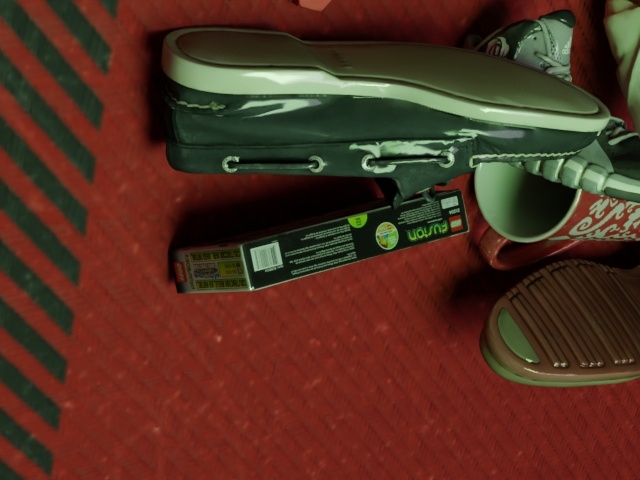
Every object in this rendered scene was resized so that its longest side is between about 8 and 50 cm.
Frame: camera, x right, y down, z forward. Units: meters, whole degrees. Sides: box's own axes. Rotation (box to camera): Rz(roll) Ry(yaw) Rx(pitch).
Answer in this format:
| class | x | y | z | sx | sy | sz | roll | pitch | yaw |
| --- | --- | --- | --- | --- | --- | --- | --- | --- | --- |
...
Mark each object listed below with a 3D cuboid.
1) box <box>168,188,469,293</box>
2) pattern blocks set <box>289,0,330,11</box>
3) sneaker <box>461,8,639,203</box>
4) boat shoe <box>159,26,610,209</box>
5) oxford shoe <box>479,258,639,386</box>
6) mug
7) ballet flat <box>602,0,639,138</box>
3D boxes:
| class | x | y | z | sx | sy | sz | roll | pitch | yaw |
| --- | --- | --- | --- | --- | --- | --- | --- | --- | --- |
| box | 0.000 | 0.000 | 1.241 | 0.207 | 0.114 | 0.036 | -15 | 95 | -33 |
| pattern blocks set | 0.011 | -0.345 | 1.107 | 0.285 | 0.026 | 0.325 | -45 | 135 | -9 |
| sneaker | 0.200 | -0.113 | 1.272 | 0.086 | 0.228 | 0.132 | -2 | 109 | -63 |
| boat shoe | 0.045 | -0.078 | 1.181 | 0.340 | 0.127 | 0.113 | 2 | 116 | -21 |
| oxford shoe | 0.257 | 0.094 | 1.491 | 0.348 | 0.123 | 0.130 | -6 | 150 | -43 |
| mug | 0.219 | -0.045 | 1.425 | 0.169 | 0.150 | 0.113 | 4 | 69 | -46 |
| ballet flat | 0.313 | -0.230 | 1.355 | 0.139 | 0.139 | 0.400 | -2 | 113 | -39 |
